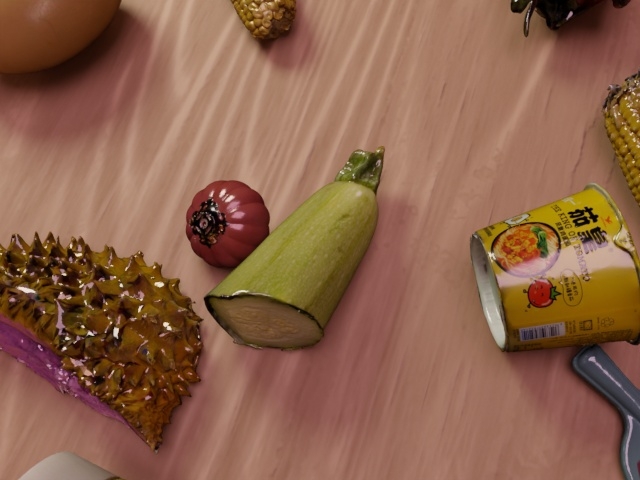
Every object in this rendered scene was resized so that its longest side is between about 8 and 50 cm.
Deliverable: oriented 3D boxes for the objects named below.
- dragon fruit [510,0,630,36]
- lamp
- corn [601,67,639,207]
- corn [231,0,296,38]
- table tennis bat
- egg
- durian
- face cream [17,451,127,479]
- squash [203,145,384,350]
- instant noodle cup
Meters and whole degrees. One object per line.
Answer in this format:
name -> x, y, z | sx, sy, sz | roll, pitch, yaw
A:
dragon fruit -> 0.343, -0.391, 0.926 | 0.192, 0.193, 0.274 | 25, 100, 12
lamp -> -0.112, -0.020, 0.837 | 0.107, 0.092, 0.108 | 1, 91, 28
corn -> 0.432, -0.065, 0.837 | 0.115, 0.115, 0.318 | -14, 70, -4
corn -> -0.108, -0.412, 0.989 | 0.106, 0.106, 0.293 | -22, 71, -7
table tennis bat -> 0.377, 0.213, 0.769 | 0.153, 0.040, 0.244 | -40, 77, -13
egg -> -0.379, -0.327, 0.910 | 0.201, 0.201, 0.244 | 36, 86, 14
durian -> -0.276, 0.075, 0.795 | 0.341, 0.112, 0.191 | 29, 74, 14
face cream -> -0.214, 0.333, 0.634 | 0.179, 0.218, 0.218 | 24, 71, 9
squash -> 0.009, 0.013, 0.820 | 0.137, 0.137, 0.287 | 37, 64, 14
instant noodle cup -> 0.252, 0.041, 0.770 | 0.144, 0.182, 0.182 | -13, 69, 5
